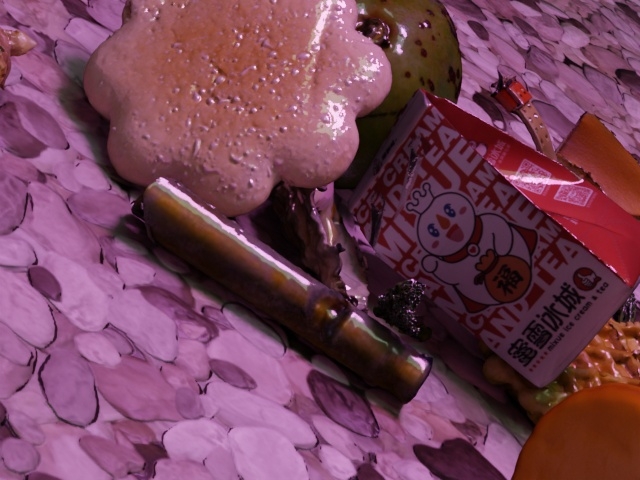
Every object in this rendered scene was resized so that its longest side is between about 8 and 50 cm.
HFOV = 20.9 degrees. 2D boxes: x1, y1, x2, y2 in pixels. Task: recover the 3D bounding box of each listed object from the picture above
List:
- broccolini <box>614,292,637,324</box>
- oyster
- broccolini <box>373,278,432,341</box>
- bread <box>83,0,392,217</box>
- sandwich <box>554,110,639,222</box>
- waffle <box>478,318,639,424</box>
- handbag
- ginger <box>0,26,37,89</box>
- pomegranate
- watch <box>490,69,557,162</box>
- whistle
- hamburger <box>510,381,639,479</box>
[{"bbox_3d":[0.368,0.105,2.063,0.030,0.035,0.140,27,29,-10],"label":"broccolini"},{"bbox_3d":[-0.002,-0.001,1.752,0.133,0.072,0.209,53,17,-55],"label":"oyster"},{"bbox_3d":[0.082,0.072,1.706,0.052,0.054,0.194,12,-8,9],"label":"broccolini"},{"bbox_3d":[-0.087,-0.166,1.727,0.316,0.054,0.316,-2,60,3],"label":"bread"},{"bbox_3d":[0.328,-0.072,2.215,0.186,0.108,0.220,9,40,-44],"label":"sandwich"},{"bbox_3d":[0.292,0.144,1.884,0.307,0.060,0.312,33,30,-9],"label":"waffle"},{"bbox_3d":[0.180,-0.016,1.774,0.298,0.171,0.151,41,30,7],"label":"handbag"},{"bbox_3d":[-0.360,-0.175,1.558,0.216,0.102,0.157,0,24,-27],"label":"ginger"},{"bbox_3d":[0.025,-0.175,1.895,0.254,0.270,0.254,6,73,-19],"label":"pomegranate"},{"bbox_3d":[0.175,-0.127,2.006,0.102,0.165,0.268,-38,113,-64],"label":"watch"},{"bbox_3d":[-0.038,0.048,1.645,0.326,0.068,0.057,33,62,-8],"label":"whistle"},{"bbox_3d":[0.298,0.244,1.547,0.170,0.246,0.246,11,36,-44],"label":"hamburger"}]
